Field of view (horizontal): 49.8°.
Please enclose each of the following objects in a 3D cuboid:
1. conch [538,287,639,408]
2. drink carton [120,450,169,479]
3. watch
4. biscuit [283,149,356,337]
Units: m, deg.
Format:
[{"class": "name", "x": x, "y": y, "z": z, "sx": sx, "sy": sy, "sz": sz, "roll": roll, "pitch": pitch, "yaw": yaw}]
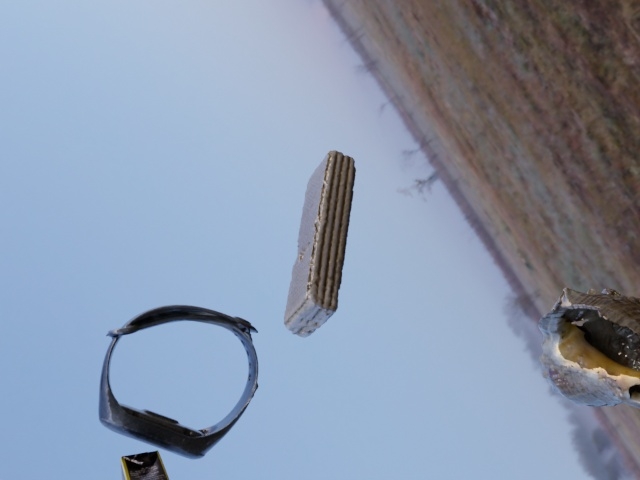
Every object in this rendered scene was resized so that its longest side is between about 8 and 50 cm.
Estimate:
[{"class": "conch", "x": 0.387, "y": 0.145, "z": 0.907, "sx": 0.178, "sy": 0.163, "sz": 0.245, "roll": 34, "pitch": 173, "yaw": -25}, {"class": "drink carton", "x": -0.188, "y": 0.310, "z": 0.767, "sx": 0.056, "sy": 0.071, "sz": 0.165, "roll": -3, "pitch": -165, "yaw": -24}, {"class": "watch", "x": -0.187, "y": 0.172, "z": 0.901, "sx": 0.206, "sy": 0.193, "sz": 0.068, "roll": 26, "pitch": 165, "yaw": -15}, {"class": "biscuit", "x": 0.000, "y": 0.000, "z": 1.486, "sx": 0.078, "sy": 0.144, "sz": 0.426, "roll": 22, "pitch": -130, "yaw": -16}]
